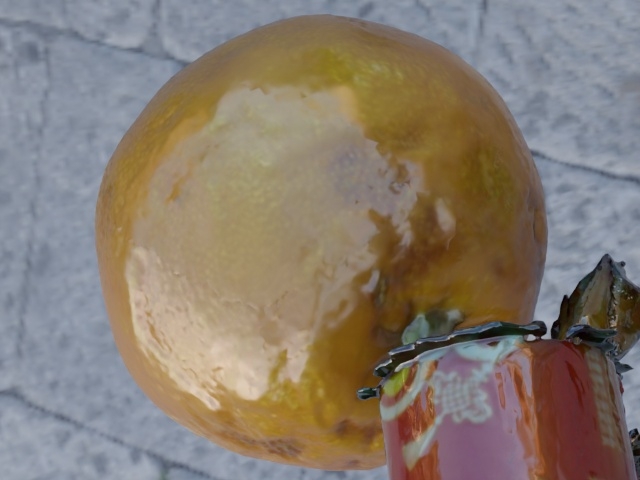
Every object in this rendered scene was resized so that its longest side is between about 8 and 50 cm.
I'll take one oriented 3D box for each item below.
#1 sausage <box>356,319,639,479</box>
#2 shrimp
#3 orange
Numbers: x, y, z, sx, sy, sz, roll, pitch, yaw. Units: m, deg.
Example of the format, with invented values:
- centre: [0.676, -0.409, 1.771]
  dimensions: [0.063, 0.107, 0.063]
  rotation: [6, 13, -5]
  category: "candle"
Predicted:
- centre: [0.064, 0.149, 0.424]
  dimensions: [0.083, 0.083, 0.264]
  rotation: [-29, 52, 33]
  category: "sausage"
- centre: [0.161, 0.109, 0.873]
  dimensions: [0.054, 0.290, 0.222]
  rotation: [-1, 102, 24]
  category: "shrimp"
- centre: [0.000, 0.000, 0.948]
  dimensions: [0.261, 0.261, 0.261]
  rotation: [6, 102, 32]
  category: "orange"
